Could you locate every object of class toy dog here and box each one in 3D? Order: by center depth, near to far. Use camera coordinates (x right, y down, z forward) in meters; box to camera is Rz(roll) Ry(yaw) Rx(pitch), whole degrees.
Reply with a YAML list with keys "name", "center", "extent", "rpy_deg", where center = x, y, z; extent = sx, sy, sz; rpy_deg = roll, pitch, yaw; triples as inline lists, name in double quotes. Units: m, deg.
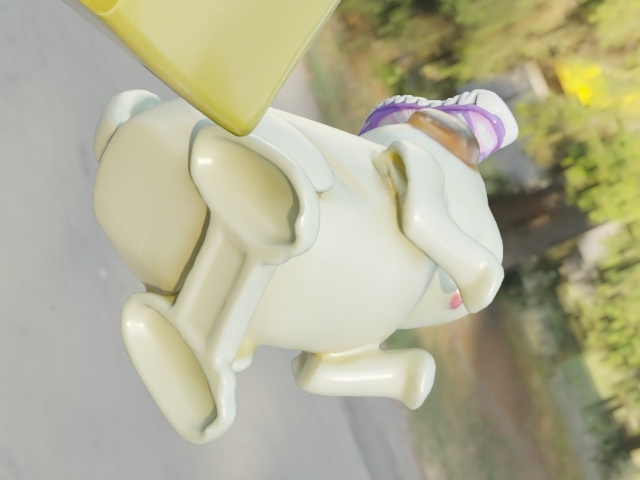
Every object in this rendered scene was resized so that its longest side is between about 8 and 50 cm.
- name: "toy dog"
  center: [0.000, 0.000, 1.705]
  extent: [0.408, 0.285, 0.395]
  rpy_deg: [-1, 27, -43]

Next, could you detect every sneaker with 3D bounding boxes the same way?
- name: "sneaker"
  center: [0.122, -0.116, 2.138]
  extent: [0.104, 0.236, 0.095]
  rpy_deg: [-51, 119, -34]

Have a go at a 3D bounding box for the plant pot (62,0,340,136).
- name: "plant pot"
  center: [-0.113, -0.231, 1.283]
  extent: [0.212, 0.212, 0.187]
  rpy_deg: [39, 11, 27]
